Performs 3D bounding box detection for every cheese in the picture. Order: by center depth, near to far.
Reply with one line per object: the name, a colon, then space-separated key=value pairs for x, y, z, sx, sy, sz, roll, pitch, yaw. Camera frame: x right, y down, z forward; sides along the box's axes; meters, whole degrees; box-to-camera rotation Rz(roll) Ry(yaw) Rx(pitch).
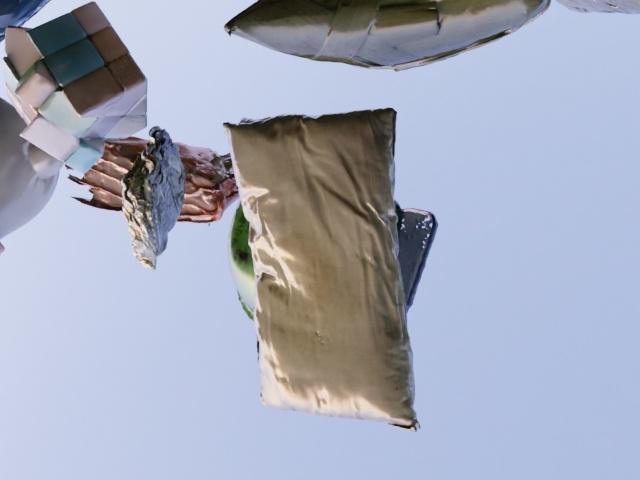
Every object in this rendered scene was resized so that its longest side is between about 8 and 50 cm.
cheese: x=0.000 y=0.000 z=1.083 sx=0.320 sy=0.083 sz=0.203 roll=15 pitch=-95 yaw=54

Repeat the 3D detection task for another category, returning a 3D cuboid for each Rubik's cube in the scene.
Rubik's cube: x=-0.144 y=-0.082 z=0.645 sx=0.073 sy=0.084 sz=0.075 roll=-31 pitch=-120 yaw=-22

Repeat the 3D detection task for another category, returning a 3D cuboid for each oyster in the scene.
oyster: x=-0.218 y=-0.056 z=1.474 sx=0.064 sy=0.125 sz=0.177 roll=7 pitch=-102 yaw=23

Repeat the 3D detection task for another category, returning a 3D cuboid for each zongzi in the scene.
zongzi: x=0.050 y=-0.114 z=0.529 sx=0.154 sy=0.130 sz=0.062 roll=-4 pitch=-83 yaw=36

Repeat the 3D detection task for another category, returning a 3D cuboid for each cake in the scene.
cake: x=-0.229 y=-0.087 z=1.613 sx=0.288 sy=0.098 sz=0.135 roll=3 pitch=-152 yaw=-5

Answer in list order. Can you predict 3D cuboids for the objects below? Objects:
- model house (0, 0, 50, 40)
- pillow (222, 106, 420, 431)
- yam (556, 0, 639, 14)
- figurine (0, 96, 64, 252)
model house: x=-0.233 y=-0.416 z=0.891 sx=0.395 sy=0.445 sz=0.400 roll=-38 pitch=-124 yaw=-14
pillow: x=0.002 y=0.020 z=0.818 sx=0.148 sy=0.050 sz=0.229 roll=-1 pitch=-82 yaw=42
yam: x=0.315 y=-0.286 z=1.164 sx=0.107 sy=0.107 sz=0.194 roll=-36 pitch=-162 yaw=-4
figurine: x=-0.322 y=-0.009 z=0.895 sx=0.155 sy=0.127 sz=0.235 roll=26 pitch=-111 yaw=19
